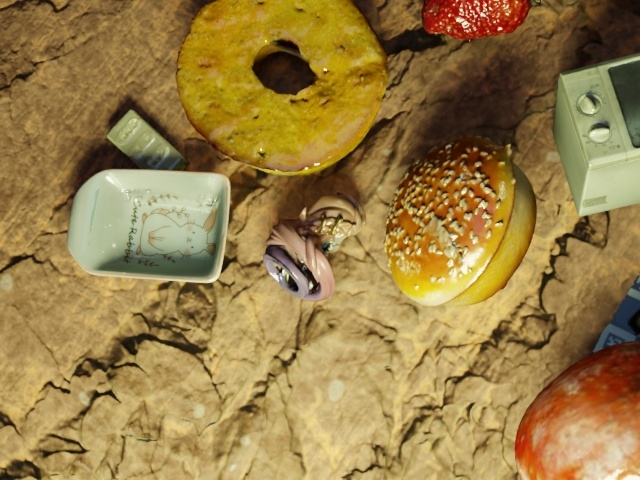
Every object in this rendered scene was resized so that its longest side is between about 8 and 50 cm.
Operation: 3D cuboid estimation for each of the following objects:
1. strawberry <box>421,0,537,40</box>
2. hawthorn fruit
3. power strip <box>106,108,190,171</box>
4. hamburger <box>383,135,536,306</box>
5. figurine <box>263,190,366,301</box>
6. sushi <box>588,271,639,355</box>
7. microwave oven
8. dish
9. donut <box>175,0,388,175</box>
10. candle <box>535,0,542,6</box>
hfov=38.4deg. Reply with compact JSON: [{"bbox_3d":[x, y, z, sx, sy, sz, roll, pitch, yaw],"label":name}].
[{"bbox_3d":[0.212,-0.340,1.252,0.148,0.131,0.131,-8,76,-1],"label":"strawberry"},{"bbox_3d":[0.363,0.257,1.031,0.284,0.284,0.285,-2,77,9],"label":"hawthorn fruit"},{"bbox_3d":[-0.248,-0.131,1.325,0.123,0.032,0.056,42,88,15],"label":"power strip"},{"bbox_3d":[0.168,-0.020,1.139,0.147,0.237,0.237,25,81,-16],"label":"hamburger"},{"bbox_3d":[-0.009,-0.002,1.216,0.114,0.126,0.157,32,84,-29],"label":"figurine"},{"bbox_3d":[0.472,0.129,1.138,0.215,0.050,0.192,31,84,15],"label":"sushi"},{"bbox_3d":[0.425,-0.144,1.138,0.240,0.194,0.145,-14,71,6],"label":"microwave oven"},{"bbox_3d":[-0.236,-0.018,1.280,0.234,0.064,0.154,4,78,9],"label":"dish"},{"bbox_3d":[-0.047,-0.220,1.274,0.302,0.110,0.303,-2,74,8],"label":"donut"},{"bbox_3d":[0.352,-0.365,1.283,0.167,0.026,0.021,-29,70,2],"label":"candle"}]
